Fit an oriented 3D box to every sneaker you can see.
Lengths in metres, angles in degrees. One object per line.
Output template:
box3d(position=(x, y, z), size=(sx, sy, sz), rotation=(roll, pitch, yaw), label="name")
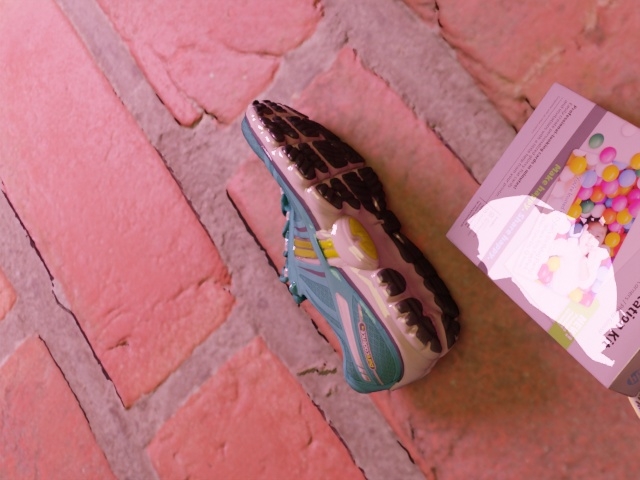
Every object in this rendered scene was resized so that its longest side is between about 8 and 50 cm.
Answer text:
box3d(position=(0.000, 0.000, 0.654), size=(0.110, 0.107, 0.275), rotation=(-40, 69, 31), label="sneaker")

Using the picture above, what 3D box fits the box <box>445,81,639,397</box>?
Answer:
box3d(position=(0.187, -0.008, 0.542), size=(0.145, 0.038, 0.186), rotation=(-56, 41, 15), label="box")

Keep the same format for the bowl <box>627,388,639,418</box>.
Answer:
box3d(position=(0.282, 0.068, 0.489), size=(0.170, 0.080, 0.170), rotation=(-24, 55, 39), label="bowl")
